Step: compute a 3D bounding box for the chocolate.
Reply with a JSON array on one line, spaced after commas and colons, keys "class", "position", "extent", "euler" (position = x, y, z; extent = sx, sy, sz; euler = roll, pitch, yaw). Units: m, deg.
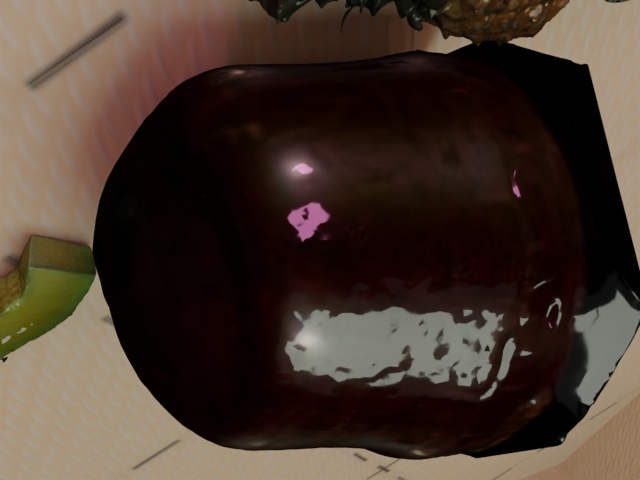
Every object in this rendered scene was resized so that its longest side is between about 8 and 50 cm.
[{"class": "chocolate", "position": [0.000, 0.000, 0.667], "extent": [0.332, 0.383, 0.383], "euler": [7, 133, -35]}]

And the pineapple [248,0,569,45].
[{"class": "pineapple", "position": [0.070, -0.209, 0.627], "extent": [0.248, 0.128, 0.128], "euler": [-8, 142, -26]}]

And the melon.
[{"class": "melon", "position": [-0.305, 0.062, 0.749], "extent": [0.210, 0.064, 0.118], "euler": [-30, 144, -5]}]

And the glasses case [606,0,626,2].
[{"class": "glasses case", "position": [0.373, -0.337, 0.737], "extent": [0.316, 0.075, 0.123], "euler": [-38, 149, 11]}]
